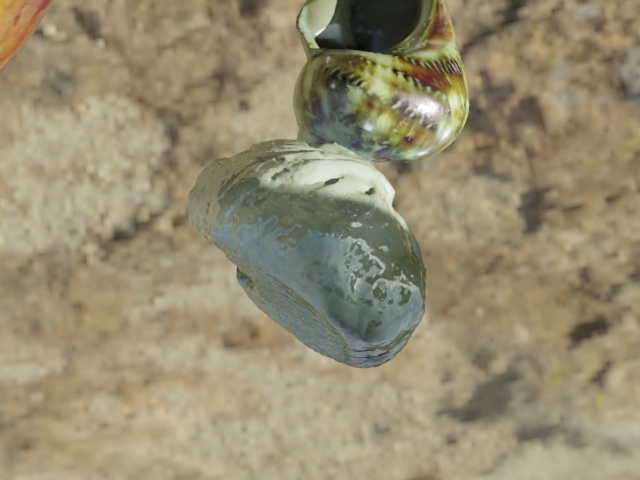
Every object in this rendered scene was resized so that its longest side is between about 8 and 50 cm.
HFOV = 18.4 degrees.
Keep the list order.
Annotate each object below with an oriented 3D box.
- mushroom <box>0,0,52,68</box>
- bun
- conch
[{"bbox_3d":[-0.284,-0.278,1.417,0.345,0.345,0.259,-27,144,31],"label":"mushroom"},{"bbox_3d":[0.000,0.000,1.514,0.126,0.204,0.212,-49,177,-12],"label":"bun"},{"bbox_3d":[0.042,-0.136,1.701,0.181,0.187,0.124,-30,142,-31],"label":"conch"}]
